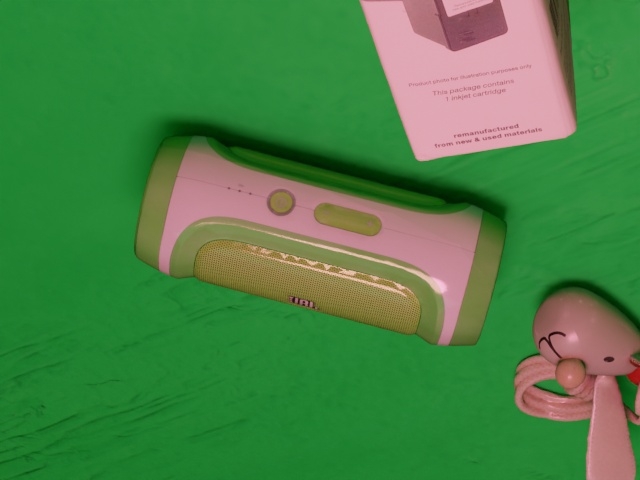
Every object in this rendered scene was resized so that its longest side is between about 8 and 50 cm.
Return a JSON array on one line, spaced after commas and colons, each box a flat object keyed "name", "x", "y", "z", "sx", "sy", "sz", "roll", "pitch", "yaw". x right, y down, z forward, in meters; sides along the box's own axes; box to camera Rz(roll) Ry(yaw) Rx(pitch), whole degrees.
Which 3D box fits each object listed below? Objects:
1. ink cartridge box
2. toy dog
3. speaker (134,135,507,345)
[{"name": "ink cartridge box", "x": 0.084, "y": -0.219, "z": 1.206, "sx": 0.114, "sy": 0.198, "sz": 0.273, "roll": -9, "pitch": 136, "yaw": 14}, {"name": "toy dog", "x": 0.326, "y": 0.183, "z": 1.657, "sx": 0.333, "sy": 0.161, "sz": 0.220, "roll": 17, "pitch": 142, "yaw": -1}, {"name": "speaker", "x": 0.000, "y": 0.000, "z": 1.578, "sx": 0.296, "sy": 0.131, "sz": 0.131, "roll": 14, "pitch": 142, "yaw": 2}]
